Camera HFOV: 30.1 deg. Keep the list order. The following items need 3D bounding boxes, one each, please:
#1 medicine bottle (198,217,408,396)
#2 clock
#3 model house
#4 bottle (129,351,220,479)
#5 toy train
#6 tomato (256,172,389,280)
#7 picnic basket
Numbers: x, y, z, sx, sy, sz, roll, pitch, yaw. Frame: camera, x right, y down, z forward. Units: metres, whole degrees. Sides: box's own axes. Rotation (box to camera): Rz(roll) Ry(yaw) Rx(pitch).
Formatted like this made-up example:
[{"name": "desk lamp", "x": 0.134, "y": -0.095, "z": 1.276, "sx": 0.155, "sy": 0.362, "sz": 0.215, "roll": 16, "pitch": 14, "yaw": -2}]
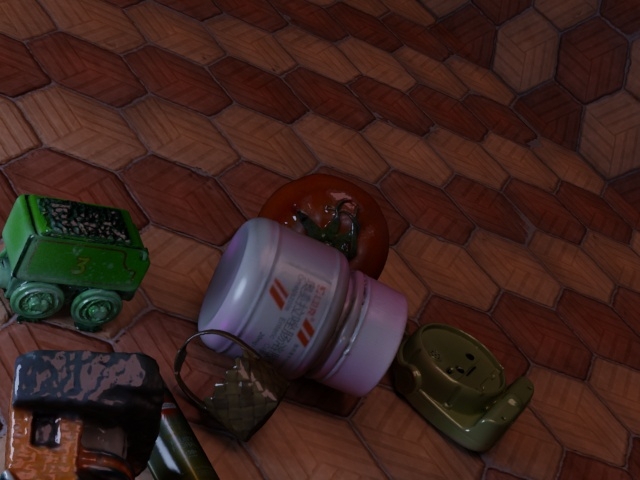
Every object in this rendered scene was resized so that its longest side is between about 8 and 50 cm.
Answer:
[{"name": "medicine bottle", "x": -0.029, "y": 0.120, "z": 2.013, "sx": 0.302, "sy": 0.241, "sz": 0.241, "roll": 25, "pitch": 29, "yaw": -14}, {"name": "clock", "x": 0.239, "y": 0.248, "z": 2.231, "sx": 0.308, "sy": 0.096, "sz": 0.235, "roll": 37, "pitch": 29, "yaw": 13}, {"name": "model house", "x": -0.296, "y": 0.321, "z": 1.436, "sx": 0.190, "sy": 0.271, "sz": 0.301, "roll": 8, "pitch": 49, "yaw": -13}, {"name": "bottle", "x": -0.224, "y": 0.287, "z": 1.716, "sx": 0.082, "sy": 0.082, "sz": 0.286, "roll": 3, "pitch": 38, "yaw": -42}, {"name": "toy train", "x": -0.388, "y": 0.032, "z": 1.852, "sx": 0.243, "sy": 0.188, "sz": 0.132, "roll": 10, "pitch": 37, "yaw": -35}, {"name": "tomato", "x": 0.000, "y": 0.000, "z": 2.226, "sx": 0.256, "sy": 0.256, "sz": 0.224, "roll": 26, "pitch": 1, "yaw": -10}, {"name": "picnic basket", "x": -0.145, "y": 0.217, "z": 1.862, "sx": 0.178, "sy": 0.128, "sz": 0.138, "roll": 35, "pitch": 9, "yaw": 3}]
